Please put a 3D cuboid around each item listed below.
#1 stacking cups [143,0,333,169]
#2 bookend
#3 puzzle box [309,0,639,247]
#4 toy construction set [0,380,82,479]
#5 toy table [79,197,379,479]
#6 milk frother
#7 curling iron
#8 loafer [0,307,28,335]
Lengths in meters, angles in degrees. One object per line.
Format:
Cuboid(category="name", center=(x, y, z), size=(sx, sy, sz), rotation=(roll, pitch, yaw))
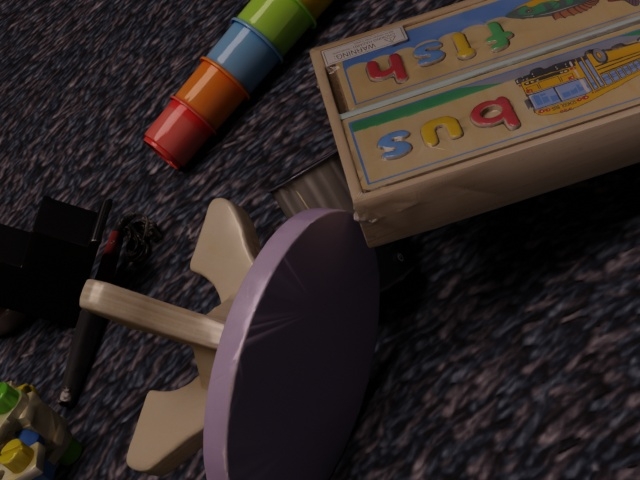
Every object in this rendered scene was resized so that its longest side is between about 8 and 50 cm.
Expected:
Cuboid(category="stacking cups", center=(-0.103, -0.230, 1.773), size=(0.316, 0.096, 0.096), rotation=(-48, 32, -6))
Cuboid(category="bookend", center=(-0.337, 0.007, 1.645), size=(0.072, 0.157, 0.156), rotation=(-82, 12, -45))
Cuboid(category="puzzle box", center=(0.203, -0.147, 1.244), size=(0.408, 0.052, 0.272), rotation=(-18, 36, 2))
Cuboid(category="toy construction set", center=(-0.391, 0.249, 1.489), size=(0.327, 0.151, 0.215), rotation=(-12, 43, 17))
Cuboid(category="toy table", center=(-0.071, 0.097, 1.236), size=(0.161, 0.252, 0.274), rotation=(9, 65, 39))
Cuboid(category="milk frother", center=(0.000, 0.000, 1.349), size=(0.143, 0.135, 0.129), rotation=(-29, 3, 17))
Cuboid(category="curling iron", center=(-0.250, 0.071, 1.642), size=(0.068, 0.035, 0.274), rotation=(-15, 42, 38))
Cuboid(category="loafer", center=(-0.500, 0.044, 1.865), size=(0.366, 0.130, 0.134), rotation=(-8, 47, 44))
